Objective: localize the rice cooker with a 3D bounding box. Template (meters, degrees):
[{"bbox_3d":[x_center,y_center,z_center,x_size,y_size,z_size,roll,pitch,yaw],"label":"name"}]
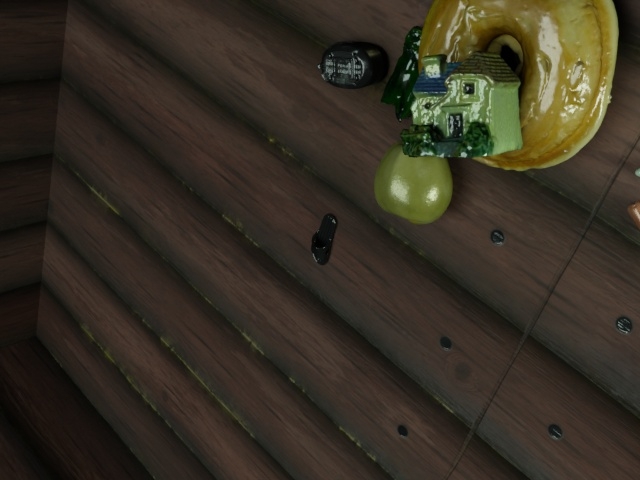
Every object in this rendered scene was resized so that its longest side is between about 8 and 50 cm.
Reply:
[{"bbox_3d":[0.078,-0.425,1.877,0.165,0.106,0.112,10,115,31],"label":"rice cooker"}]

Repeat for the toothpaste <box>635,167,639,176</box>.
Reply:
[{"bbox_3d":[0.686,-0.095,1.447,0.197,0.029,0.048,29,123,31],"label":"toothpaste"}]

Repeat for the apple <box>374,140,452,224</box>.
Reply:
[{"bbox_3d":[0.215,-0.132,1.783,0.200,0.200,0.200,17,115,40],"label":"apple"}]

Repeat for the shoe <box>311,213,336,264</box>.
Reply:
[{"bbox_3d":[0.000,0.000,2.136,0.062,0.053,0.159,34,123,27],"label":"shoe"}]

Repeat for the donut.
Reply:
[{"bbox_3d":[0.381,-0.355,1.537,0.449,0.198,0.449,16,115,38],"label":"donut"}]

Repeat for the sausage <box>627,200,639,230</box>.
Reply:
[{"bbox_3d":[0.634,-0.037,1.513,0.034,0.034,0.083,-42,73,44],"label":"sausage"}]

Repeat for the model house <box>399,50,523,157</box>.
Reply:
[{"bbox_3d":[0.249,-0.253,1.435,0.214,0.195,0.189,8,103,39],"label":"model house"}]

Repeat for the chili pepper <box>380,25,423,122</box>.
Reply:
[{"bbox_3d":[0.205,-0.383,1.797,0.098,0.061,0.224,35,124,23],"label":"chili pepper"}]
